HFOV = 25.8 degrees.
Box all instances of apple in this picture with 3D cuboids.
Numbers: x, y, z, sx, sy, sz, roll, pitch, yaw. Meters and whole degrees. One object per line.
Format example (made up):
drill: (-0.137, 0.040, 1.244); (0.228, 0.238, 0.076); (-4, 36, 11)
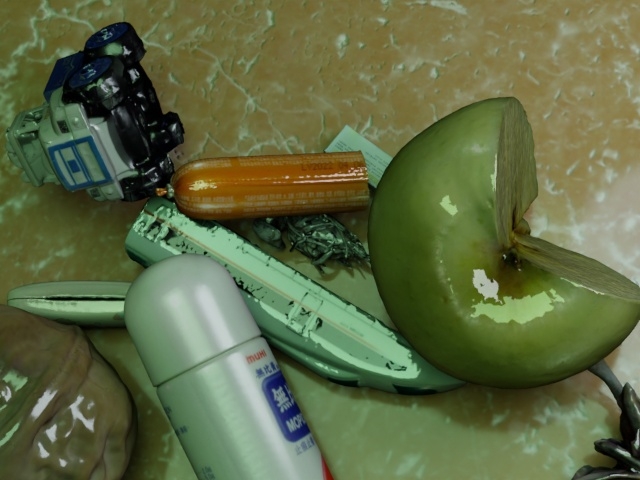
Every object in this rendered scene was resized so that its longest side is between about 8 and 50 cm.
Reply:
apple: (0.174, 0.017, 1.453); (0.233, 0.258, 0.295); (-34, 96, 10)

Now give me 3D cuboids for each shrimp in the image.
shrimp: (0.000, 0.000, 1.588); (0.165, 0.057, 0.065); (27, 63, 22)

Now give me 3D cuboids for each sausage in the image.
sausage: (-0.065, -0.059, 1.540); (0.234, 0.071, 0.071); (-4, 73, -13)

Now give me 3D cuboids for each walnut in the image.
walnut: (-0.330, 0.200, 1.476); (0.273, 0.227, 0.273); (-2, 68, 4)

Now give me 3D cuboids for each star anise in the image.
star anise: (0.346, 0.234, 1.468); (0.209, 0.089, 0.231); (-1, 79, -7)

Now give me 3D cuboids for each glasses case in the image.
glasses case: (-0.253, 0.072, 1.581); (0.204, 0.081, 0.051); (0, 76, 7)

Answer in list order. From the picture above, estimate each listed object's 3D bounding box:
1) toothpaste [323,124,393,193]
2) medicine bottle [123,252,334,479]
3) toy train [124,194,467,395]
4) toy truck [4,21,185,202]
toothpaste: (0.078, -0.069, 1.610); (0.164, 0.034, 0.046); (36, 80, 14)
medicine bottle: (-0.095, 0.174, 1.472); (0.130, 0.130, 0.341); (-27, 86, -2)
toy train: (-0.030, 0.082, 1.551); (0.407, 0.086, 0.088); (30, 81, 13)
toy truck: (-0.264, -0.133, 1.571); (0.177, 0.161, 0.213); (-15, 30, 12)
